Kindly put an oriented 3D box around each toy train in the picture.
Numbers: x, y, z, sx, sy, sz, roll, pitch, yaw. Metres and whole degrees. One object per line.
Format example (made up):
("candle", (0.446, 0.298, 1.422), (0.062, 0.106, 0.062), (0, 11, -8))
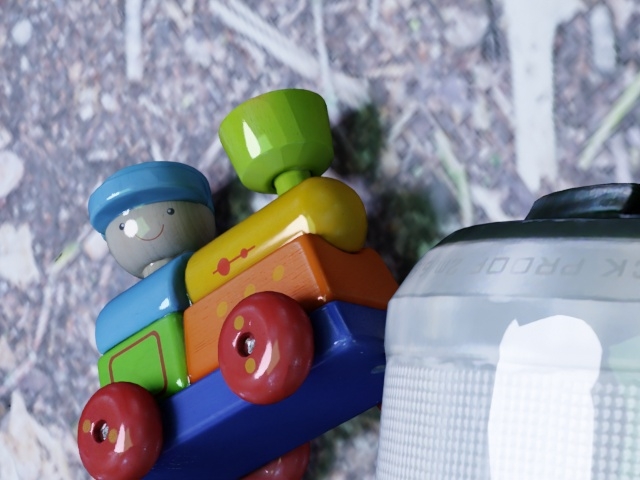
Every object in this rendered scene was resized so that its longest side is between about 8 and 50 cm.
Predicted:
("toy train", (0.000, 0.000, 0.639), (0.248, 0.105, 0.143), (-33, 60, 35))

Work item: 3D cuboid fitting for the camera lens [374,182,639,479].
("camera lens", (0.118, 0.130, 0.437), (0.219, 0.219, 0.274), (2, 84, 38))
